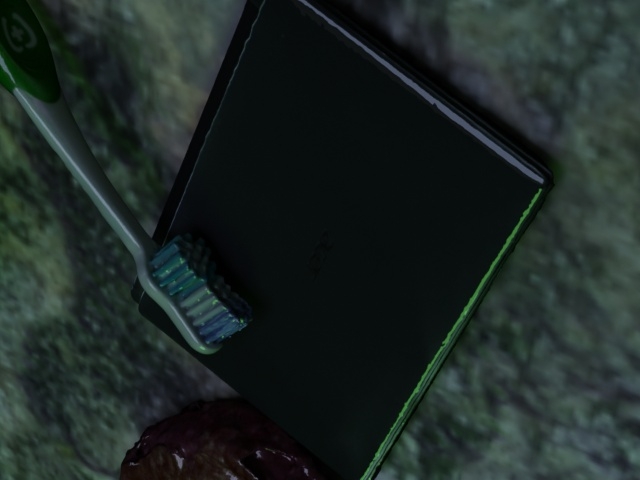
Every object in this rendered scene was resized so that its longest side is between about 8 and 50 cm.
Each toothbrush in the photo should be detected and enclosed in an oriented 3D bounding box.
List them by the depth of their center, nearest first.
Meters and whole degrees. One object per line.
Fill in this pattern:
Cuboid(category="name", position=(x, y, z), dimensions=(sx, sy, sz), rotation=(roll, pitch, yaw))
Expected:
Cuboid(category="toothbrush", position=(-0.125, -0.083, 0.657), dimensions=(0.304, 0.030, 0.030), rotation=(54, 134, 1))

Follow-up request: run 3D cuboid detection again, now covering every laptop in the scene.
Cuboid(category="laptop", position=(0.000, 0.000, 0.634), dimensions=(0.129, 0.016, 0.180), rotation=(38, 133, 12))

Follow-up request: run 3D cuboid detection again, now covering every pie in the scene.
Cuboid(category="pie", position=(-0.031, 0.140, 0.727), dimensions=(0.154, 0.038, 0.153), rotation=(18, 124, 29))
